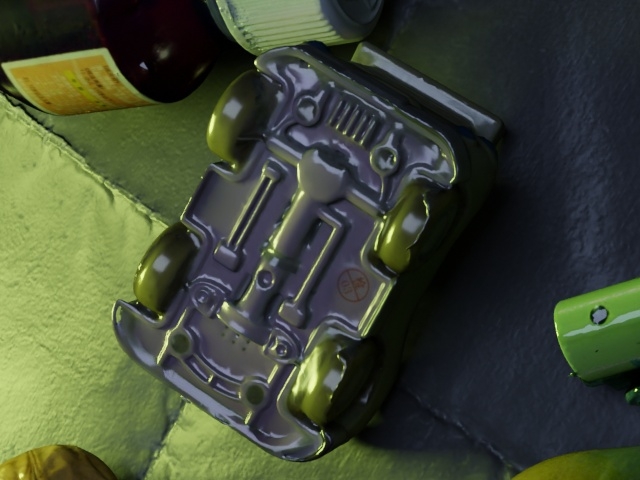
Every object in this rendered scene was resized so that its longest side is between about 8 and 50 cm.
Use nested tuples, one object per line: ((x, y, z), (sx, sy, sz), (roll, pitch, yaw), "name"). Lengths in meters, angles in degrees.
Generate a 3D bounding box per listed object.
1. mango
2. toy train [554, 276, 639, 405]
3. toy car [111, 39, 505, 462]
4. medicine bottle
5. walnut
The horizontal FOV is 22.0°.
((0.220, 0.234, 1.356), (0.195, 0.092, 0.130), (-33, 59, 8), "mango")
((0.308, 0.057, 1.310), (0.253, 0.157, 0.105), (-19, 66, 25), "toy train")
((0.000, 0.000, 1.498), (0.242, 0.226, 0.336), (32, 109, 15), "toy car")
((-0.141, -0.247, 1.617), (0.395, 0.242, 0.242), (0, 76, 30), "medicine bottle")
((-0.252, 0.279, 1.588), (0.144, 0.144, 0.180), (-30, 54, 20), "walnut")
